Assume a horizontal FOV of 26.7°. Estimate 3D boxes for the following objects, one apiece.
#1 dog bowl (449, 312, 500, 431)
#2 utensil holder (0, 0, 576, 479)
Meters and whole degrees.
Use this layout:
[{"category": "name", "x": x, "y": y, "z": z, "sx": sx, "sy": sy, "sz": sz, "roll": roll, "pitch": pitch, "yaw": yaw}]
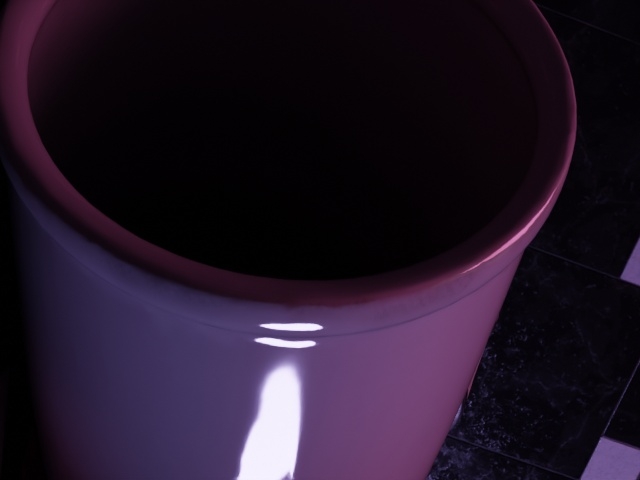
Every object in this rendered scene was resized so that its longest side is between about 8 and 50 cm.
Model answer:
[{"category": "dog bowl", "x": 0.000, "y": 0.000, "z": 1.270, "sx": 0.150, "sy": 0.408, "sz": 0.408, "roll": -49, "pitch": 164, "yaw": -27}, {"category": "utensil holder", "x": -0.044, "y": 0.019, "z": 0.886, "sx": 0.385, "sy": 0.327, "sz": 0.328, "roll": 103, "pitch": -7, "yaw": -51}]
